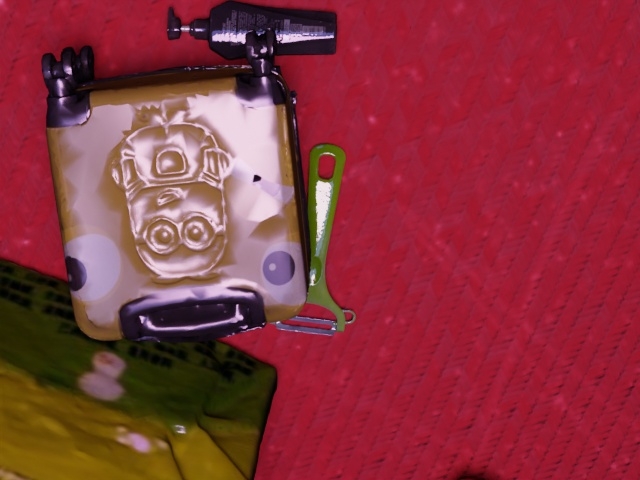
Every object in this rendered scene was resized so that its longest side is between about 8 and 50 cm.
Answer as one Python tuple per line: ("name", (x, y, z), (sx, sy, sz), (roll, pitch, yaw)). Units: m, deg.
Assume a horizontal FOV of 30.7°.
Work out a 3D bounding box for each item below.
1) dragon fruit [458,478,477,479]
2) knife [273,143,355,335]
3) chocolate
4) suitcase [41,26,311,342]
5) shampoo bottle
("dragon fruit", (0.123, 0.286, 1.037), (0.094, 0.094, 0.190), (21, 124, -5))
("knife", (0.000, 0.001, 0.991), (0.078, 0.022, 0.166), (6, 104, -7))
("chocolate", (-0.202, 0.162, 0.897), (0.301, 0.289, 0.137), (22, 113, -5))
("suitcase", (-0.108, -0.041, 0.918), (0.194, 0.143, 0.234), (-6, 102, 0))
("shampoo bottle", (-0.055, -0.170, 0.947), (0.137, 0.027, 0.048), (1, 90, -1))
